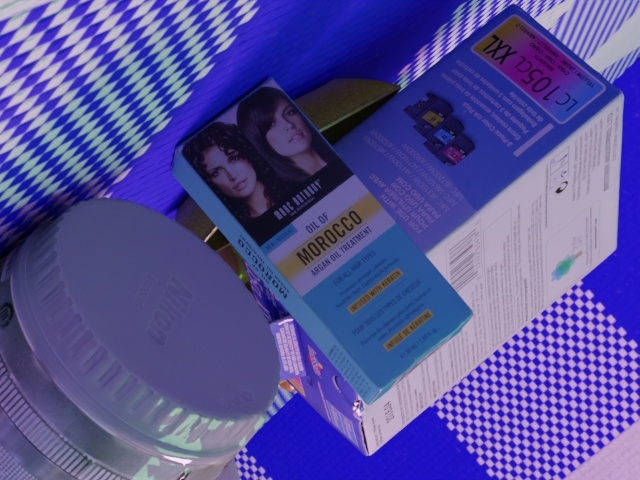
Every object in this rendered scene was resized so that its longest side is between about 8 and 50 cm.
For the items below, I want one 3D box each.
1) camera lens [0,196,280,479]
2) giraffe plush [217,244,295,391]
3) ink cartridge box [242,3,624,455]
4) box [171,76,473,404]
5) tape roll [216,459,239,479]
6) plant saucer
[{"bbox_3d":[-0.189,0.129,1.391,0.274,0.219,0.219,-45,172,27],"label":"camera lens"},{"bbox_3d":[-0.107,0.087,1.944,0.170,0.181,0.210,-33,-149,22],"label":"giraffe plush"},{"bbox_3d":[0.083,0.014,1.729,0.395,0.151,0.270,-40,152,-17],"label":"ink cartridge box"},{"bbox_3d":[0.000,0.000,1.486,0.100,0.244,0.060,-38,172,-17],"label":"box"},{"bbox_3d":[-0.222,0.273,1.958,0.246,0.246,0.169,-35,174,-36],"label":"tape roll"},{"bbox_3d":[-0.042,-0.067,1.666,0.188,0.045,0.188,-32,168,-50],"label":"plant saucer"}]
